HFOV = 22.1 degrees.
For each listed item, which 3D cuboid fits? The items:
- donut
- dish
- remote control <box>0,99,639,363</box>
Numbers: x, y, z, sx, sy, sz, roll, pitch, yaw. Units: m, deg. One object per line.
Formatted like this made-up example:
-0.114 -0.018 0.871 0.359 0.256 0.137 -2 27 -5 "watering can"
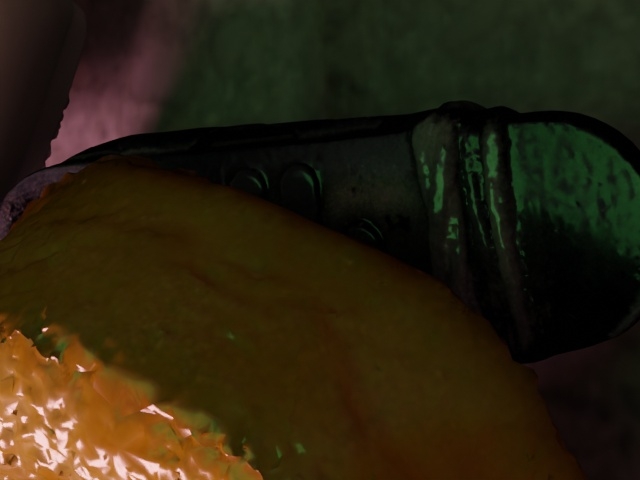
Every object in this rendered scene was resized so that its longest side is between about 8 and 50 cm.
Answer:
-0.032 0.094 0.518 0.254 0.118 0.253 18 126 26 "donut"
-0.170 -0.081 0.667 0.212 0.077 0.151 35 108 45 "dish"
0.000 0.000 0.570 0.266 0.066 0.090 -3 101 32 "remote control"
